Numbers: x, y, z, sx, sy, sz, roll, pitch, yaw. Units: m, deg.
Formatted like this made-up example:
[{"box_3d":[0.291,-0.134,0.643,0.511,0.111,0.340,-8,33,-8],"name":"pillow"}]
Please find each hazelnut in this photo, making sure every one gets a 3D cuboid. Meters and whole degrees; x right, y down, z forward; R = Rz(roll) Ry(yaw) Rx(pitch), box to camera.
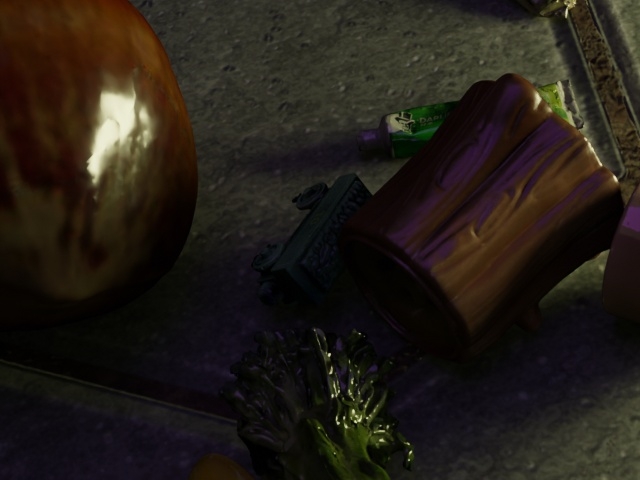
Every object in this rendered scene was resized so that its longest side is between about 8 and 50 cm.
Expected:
[{"box_3d":[-0.326,-0.106,1.518,0.429,0.402,0.402,7,38,-36],"name":"hazelnut"}]

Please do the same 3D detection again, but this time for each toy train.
[{"box_3d":[0.000,0.000,1.573,0.099,0.070,0.172,-13,35,50],"name":"toy train"}]

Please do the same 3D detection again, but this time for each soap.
[{"box_3d":[-0.061,0.261,1.381,0.168,0.089,0.033,39,36,28],"name":"soap"}]

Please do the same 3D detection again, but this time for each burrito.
[{"box_3d":[0.238,-0.322,1.845,0.058,0.045,0.188,-46,55,5],"name":"burrito"}]

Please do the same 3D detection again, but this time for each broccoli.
[{"box_3d":[0.013,0.188,1.336,0.165,0.145,0.304,-13,28,-8],"name":"broccoli"}]

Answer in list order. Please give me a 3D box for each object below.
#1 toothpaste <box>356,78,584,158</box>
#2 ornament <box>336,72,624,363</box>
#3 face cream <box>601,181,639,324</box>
[{"box_3d":[0.162,-0.131,1.695,0.248,0.047,0.078,-9,51,0],"name":"toothpaste"},{"box_3d":[0.145,-0.016,1.500,0.217,0.235,0.221,-42,39,-18],"name":"ornament"},{"box_3d":[0.344,0.017,1.463,0.104,0.149,0.149,20,56,24],"name":"face cream"}]
